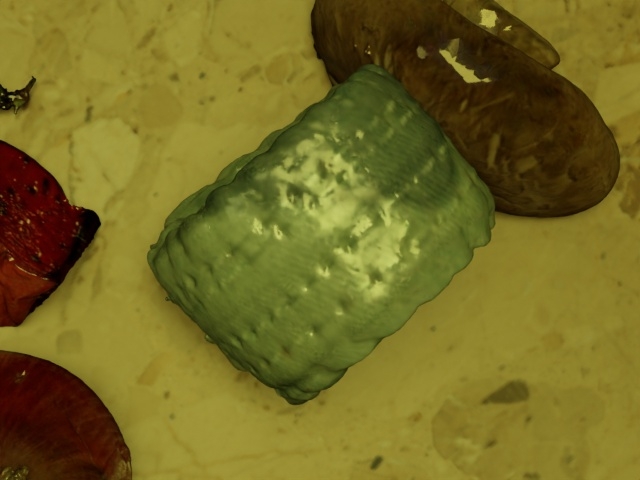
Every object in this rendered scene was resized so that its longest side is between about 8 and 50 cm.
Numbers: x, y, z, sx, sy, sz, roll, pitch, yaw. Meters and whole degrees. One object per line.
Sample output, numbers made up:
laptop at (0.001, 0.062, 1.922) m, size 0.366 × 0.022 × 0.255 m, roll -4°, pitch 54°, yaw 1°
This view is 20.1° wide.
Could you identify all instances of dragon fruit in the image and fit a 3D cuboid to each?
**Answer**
dragon fruit at (-0.259, -0.037, 1.374) m, size 0.122 × 0.092 × 0.192 m, roll -39°, pitch 89°, yaw -9°

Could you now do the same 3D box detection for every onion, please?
onion at (-0.252, 0.194, 1.317) m, size 0.230 × 0.163 × 0.230 m, roll 0°, pitch 91°, yaw -2°

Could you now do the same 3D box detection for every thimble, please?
thimble at (0.000, 0.000, 1.337) m, size 0.250 × 0.205 × 0.172 m, roll -37°, pitch 97°, yaw 24°

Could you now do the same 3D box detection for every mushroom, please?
mushroom at (0.118, -0.121, 1.395) m, size 0.286 × 0.151 × 0.156 m, roll 35°, pitch 83°, yaw -2°

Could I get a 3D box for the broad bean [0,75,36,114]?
broad bean at (-0.332, -0.158, 1.406) m, size 0.227 × 0.039 × 0.069 m, roll 33°, pitch 53°, yaw -5°
